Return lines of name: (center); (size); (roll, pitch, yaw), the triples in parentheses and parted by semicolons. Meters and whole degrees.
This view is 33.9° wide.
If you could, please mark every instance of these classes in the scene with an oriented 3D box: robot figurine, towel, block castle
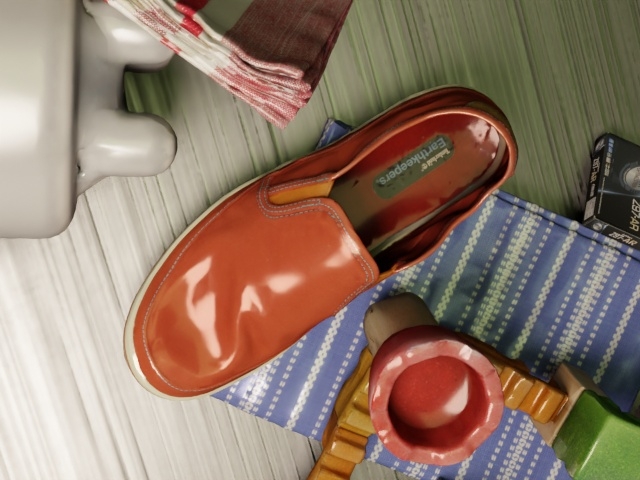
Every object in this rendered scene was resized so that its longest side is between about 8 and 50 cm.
robot figurine: (-0.268, -0.102, 0.660); (0.353, 0.200, 0.300); (3, 90, -12)
towel: (-0.120, -0.229, 0.678); (0.329, 0.237, 0.037); (35, 123, -12)
block castle: (0.183, 0.259, 0.753); (0.453, 0.213, 0.303); (25, 101, -12)
towel: (0.109, 0.074, 0.843); (0.336, 0.040, 0.243); (23, 92, -11)

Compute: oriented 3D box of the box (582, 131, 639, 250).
box: (0.249, -0.038, 0.846); (0.067, 0.018, 0.083); (23, 64, -12)

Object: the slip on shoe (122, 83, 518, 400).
slip on shoe: (0.000, 0.000, 0.748); (0.331, 0.101, 0.123); (-34, 102, -2)
